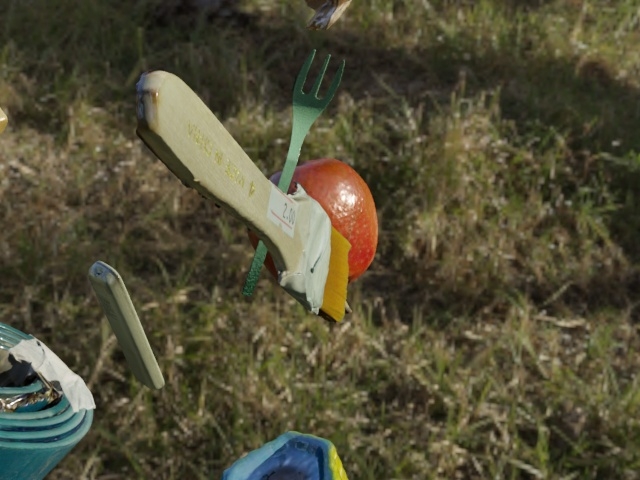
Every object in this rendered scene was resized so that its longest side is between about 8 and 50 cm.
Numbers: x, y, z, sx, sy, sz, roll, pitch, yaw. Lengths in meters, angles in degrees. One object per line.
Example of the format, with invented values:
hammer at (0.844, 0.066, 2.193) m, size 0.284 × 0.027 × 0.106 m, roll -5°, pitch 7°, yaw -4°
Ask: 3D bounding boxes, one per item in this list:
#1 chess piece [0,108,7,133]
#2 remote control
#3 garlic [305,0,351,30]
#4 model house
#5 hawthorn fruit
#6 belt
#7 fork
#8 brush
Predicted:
chess piece at (-0.424, -0.179, 1.032) m, size 0.090 × 0.090 × 0.200 m, roll -21°, pitch 62°, yaw -44°
remote control at (-0.374, 0.171, 1.843) m, size 0.090 × 0.309 × 0.038 m, roll 22°, pitch 49°, yaw 41°
garlic at (0.001, -0.329, 1.147) m, size 0.099 × 0.124 × 0.174 m, roll 41°, pitch -3°, yaw -21°
model house at (-0.044, 0.443, 1.371) m, size 0.215 × 0.237 × 0.303 m, roll 4°, pitch 39°, yaw 27°
hawthorn fruit at (0.000, 0.000, 1.369) m, size 0.197 × 0.225 × 0.196 m, roll -19°, pitch -7°, yaw -2°
belt at (-0.573, 0.260, 1.533) m, size 0.300 × 0.173 × 0.436 m, roll 52°, pitch 13°, yaw 29°
fork at (-0.034, -0.059, 0.867) m, size 0.039 × 0.235 × 0.021 m, roll 18°, pitch 15°, yaw -10°
brush at (-0.036, -0.019, 0.631) m, size 0.020 × 0.085 × 0.336 m, roll 1°, pitch -18°, yaw 20°
